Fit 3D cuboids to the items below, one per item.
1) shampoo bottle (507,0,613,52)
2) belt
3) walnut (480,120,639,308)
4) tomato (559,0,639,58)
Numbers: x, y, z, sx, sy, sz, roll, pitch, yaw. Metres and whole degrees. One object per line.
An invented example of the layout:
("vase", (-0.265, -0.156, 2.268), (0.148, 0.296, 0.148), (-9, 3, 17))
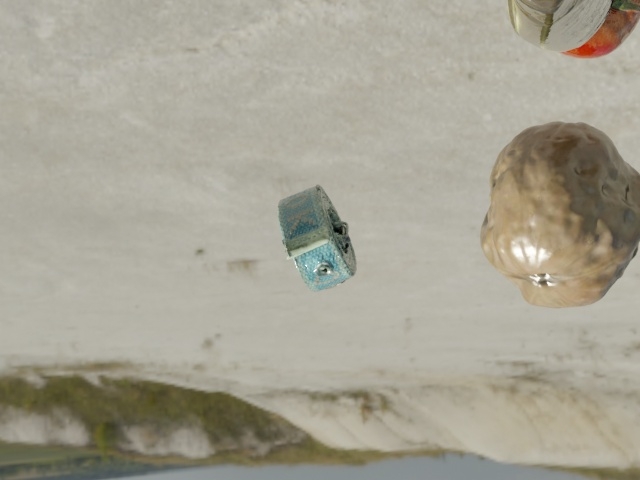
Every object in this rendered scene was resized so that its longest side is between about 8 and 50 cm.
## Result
("shampoo bottle", (0.240, -0.255, 0.918), (0.084, 0.125, 0.350), (34, -162, 12))
("belt", (0.000, -0.004, 1.253), (0.082, 0.163, 0.147), (-24, 133, 9))
("walnut", (0.353, -0.038, 1.329), (0.273, 0.273, 0.227), (3, 158, -33))
("tomato", (0.347, -0.325, 1.247), (0.167, 0.167, 0.167), (-5, 167, -1))
